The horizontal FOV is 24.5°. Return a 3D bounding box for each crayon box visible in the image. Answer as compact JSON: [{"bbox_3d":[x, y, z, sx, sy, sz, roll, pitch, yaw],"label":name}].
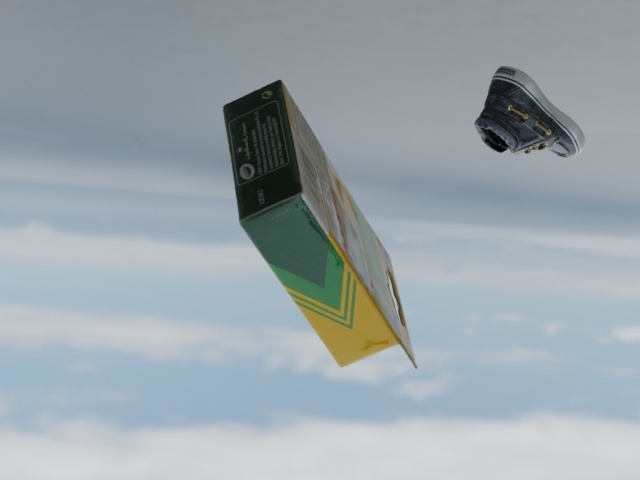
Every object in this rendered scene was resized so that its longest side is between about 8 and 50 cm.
[{"bbox_3d":[0.000,0.000,1.698,0.083,0.203,0.323,-24,132,11],"label":"crayon box"}]

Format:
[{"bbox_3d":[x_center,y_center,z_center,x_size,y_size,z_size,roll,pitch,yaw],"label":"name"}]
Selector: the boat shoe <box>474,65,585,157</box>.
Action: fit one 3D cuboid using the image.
[{"bbox_3d":[0.245,-0.127,1.748,0.065,0.083,0.183,18,167,46],"label":"boat shoe"}]
